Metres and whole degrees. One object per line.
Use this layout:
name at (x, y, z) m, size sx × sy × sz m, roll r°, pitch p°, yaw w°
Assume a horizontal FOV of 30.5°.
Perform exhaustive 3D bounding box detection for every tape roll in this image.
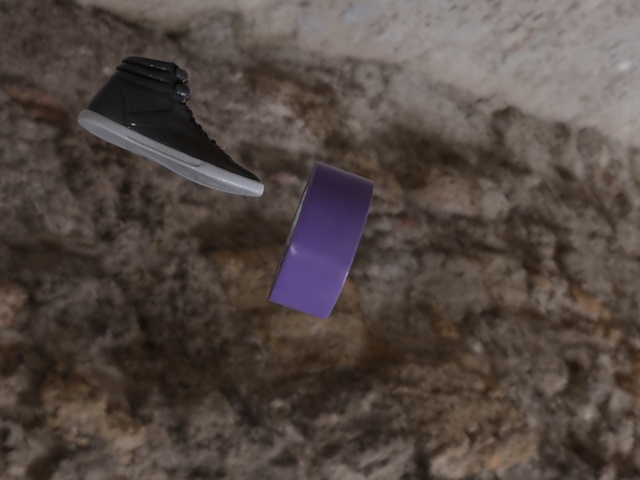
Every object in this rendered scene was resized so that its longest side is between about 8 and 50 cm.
tape roll at (0.000, 0.000, 1.496) m, size 0.080 × 0.189 × 0.189 m, roll 20°, pitch 150°, yaw -4°

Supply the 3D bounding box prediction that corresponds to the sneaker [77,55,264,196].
sneaker at (-0.199, -0.178, 1.761) m, size 0.147 × 0.295 × 0.104 m, roll -66°, pitch -173°, yaw -12°
